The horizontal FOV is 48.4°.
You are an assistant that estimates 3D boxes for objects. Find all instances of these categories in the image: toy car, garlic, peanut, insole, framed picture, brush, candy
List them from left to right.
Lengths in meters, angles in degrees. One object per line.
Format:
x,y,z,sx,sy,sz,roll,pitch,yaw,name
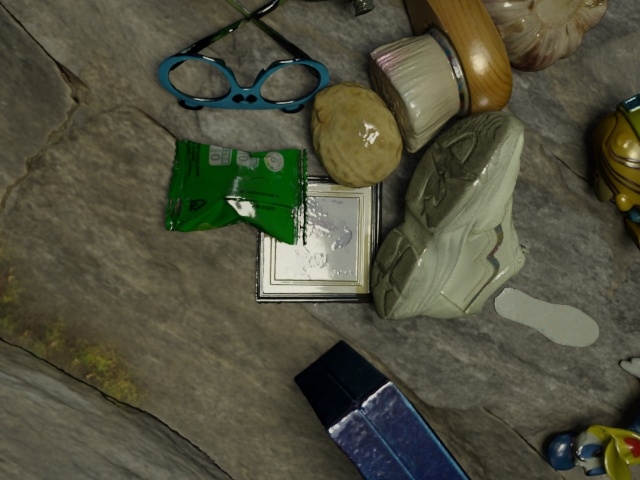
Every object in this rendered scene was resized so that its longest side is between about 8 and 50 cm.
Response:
-0.116,-0.068,1.019,0.203,0.078,0.141,3,96,-8,candy
0.000,0.000,1.082,0.195,0.010,0.199,1,91,-12,framed picture
0.047,-0.151,1.024,0.159,0.141,0.109,54,39,-9,peanut
0.151,-0.279,1.037,0.166,0.174,0.266,-21,83,-2,brush
0.323,-0.385,1.069,0.245,0.160,0.244,-9,129,-11,garlic
0.371,0.128,1.167,0.197,0.004,0.065,20,87,-12,insole
0.500,-0.096,1.108,0.142,0.200,0.247,-28,107,19,toy car

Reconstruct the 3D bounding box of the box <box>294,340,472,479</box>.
0.102,0.293,0.983,0.116,0.261,0.279,-39,99,-6,box

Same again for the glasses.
-0.110,-0.288,1.005,0.239,0.102,0.206,-3,92,-11,glasses

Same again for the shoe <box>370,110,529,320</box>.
0.225,-0.020,1.038,0.211,0.132,0.342,12,118,-28,shoe

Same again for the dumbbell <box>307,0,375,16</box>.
0.001,-0.512,0.983,0.179,0.179,0.406,-19,95,-11,dumbbell

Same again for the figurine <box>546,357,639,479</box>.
0.529,0.322,1.117,0.339,0.283,0.204,-17,137,7,figurine
